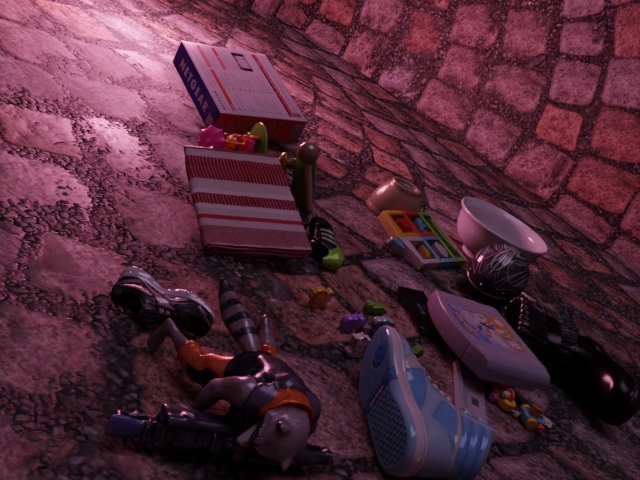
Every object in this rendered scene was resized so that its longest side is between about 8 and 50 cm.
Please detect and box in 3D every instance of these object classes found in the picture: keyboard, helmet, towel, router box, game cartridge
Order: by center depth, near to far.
[{"bbox_3d":[0.300,0.320,1.612,0.072,0.014,0.256,33,21,-5],"label":"keyboard"},{"bbox_3d":[-0.167,-0.085,1.760,0.237,0.037,0.329,5,42,-24],"label":"towel"},{"bbox_3d":[0.354,0.212,1.769,0.198,0.062,0.297,21,19,-26],"label":"game cartridge"},{"bbox_3d":[0.243,0.168,1.864,0.108,0.023,0.180,13,27,-23],"label":"keyboard"},{"bbox_3d":[0.467,0.089,2.123,0.169,0.169,0.161,39,-19,24],"label":"helmet"},{"bbox_3d":[-0.241,-0.443,2.390,0.301,0.082,0.335,0,47,-37],"label":"router box"}]

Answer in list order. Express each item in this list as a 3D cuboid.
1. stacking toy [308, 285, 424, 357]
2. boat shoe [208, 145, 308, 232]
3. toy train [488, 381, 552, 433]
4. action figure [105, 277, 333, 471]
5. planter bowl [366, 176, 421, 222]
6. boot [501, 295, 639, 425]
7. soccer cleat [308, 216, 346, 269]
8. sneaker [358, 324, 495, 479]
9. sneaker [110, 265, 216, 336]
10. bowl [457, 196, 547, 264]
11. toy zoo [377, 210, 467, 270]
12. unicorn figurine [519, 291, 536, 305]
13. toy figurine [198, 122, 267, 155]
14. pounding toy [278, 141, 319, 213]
[{"bbox_3d":[0.097,0.169,1.636,0.221,0.052,0.167,11,28,-40],"label":"stacking toy"},{"bbox_3d":[-0.151,-0.116,1.902,0.302,0.091,0.114,28,19,-6],"label":"boat shoe"},{"bbox_3d":[0.418,0.330,1.686,0.166,0.046,0.125,38,23,23],"label":"toy train"},{"bbox_3d":[-0.131,0.196,1.131,0.341,0.178,0.330,15,16,-37],"label":"action figure"},{"bbox_3d":[0.230,-0.120,2.372,0.162,0.109,0.162,25,21,-10],"label":"planter bowl"},{"bbox_3d":[0.567,0.275,1.873,0.260,0.131,0.348,31,10,-15],"label":"boot"},{"bbox_3d":[0.000,0.000,1.876,0.072,0.060,0.179,12,33,-32],"label":"soccer cleat"},{"bbox_3d":[0.187,0.289,1.387,0.208,0.127,0.319,20,33,-19],"label":"sneaker"},{"bbox_3d":[-0.261,0.115,1.306,0.178,0.072,0.077,23,33,5],"label":"sneaker"},{"bbox_3d":[0.522,0.003,2.430,0.298,0.134,0.298,26,22,-11],"label":"bowl"},{"bbox_3d":[0.273,-0.003,2.215,0.293,0.030,0.192,0,49,-52],"label":"toy zoo"},{"bbox_3d":[0.524,0.141,2.243,0.162,0.060,0.111,34,14,-37],"label":"unicorn figurine"},{"bbox_3d":[-0.244,-0.258,2.108,0.159,0.130,0.173,6,8,-27],"label":"toy figurine"},{"bbox_3d":[-0.067,-0.161,2.015,0.110,0.183,0.237,6,3,-2],"label":"pounding toy"}]
